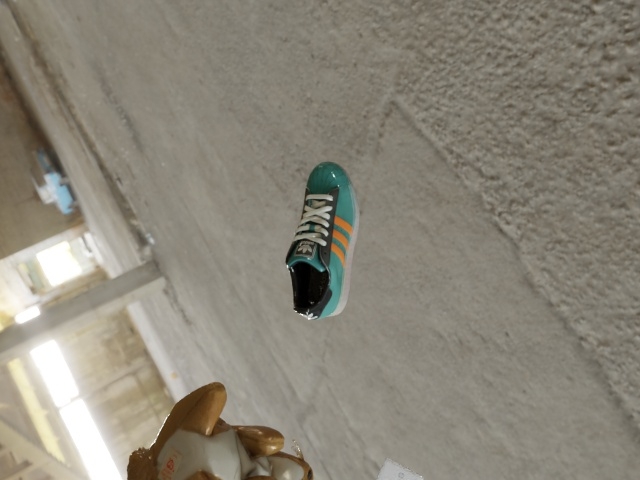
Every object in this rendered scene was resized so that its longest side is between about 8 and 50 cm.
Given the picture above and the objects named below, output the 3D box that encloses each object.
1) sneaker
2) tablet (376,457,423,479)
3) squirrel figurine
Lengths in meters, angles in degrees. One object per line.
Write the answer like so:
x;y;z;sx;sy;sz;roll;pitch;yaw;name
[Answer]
0.000;0.000;1.337;0.108;0.121;0.302;2;92;28;sneaker
0.159;0.478;1.430;0.083;0.054;0.006;24;-175;15;tablet
-0.224;0.548;1.648;0.370;0.397;0.281;28;-139;-44;squirrel figurine
